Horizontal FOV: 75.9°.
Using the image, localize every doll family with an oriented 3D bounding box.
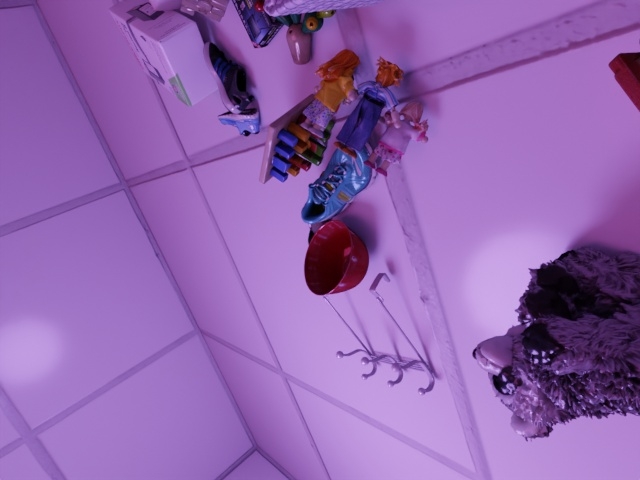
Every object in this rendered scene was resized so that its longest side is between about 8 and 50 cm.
[{"bbox_3d":[0.063,-0.239,0.716,0.263,0.118,0.163,38,105,28],"label":"doll family"}]

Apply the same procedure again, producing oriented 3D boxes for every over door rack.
[{"bbox_3d":[0.124,0.247,1.057,0.239,0.108,0.324,-9,111,55],"label":"over door rack"}]

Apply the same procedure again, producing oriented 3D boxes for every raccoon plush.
[{"bbox_3d":[0.435,0.212,0.554,0.446,0.216,0.299,25,142,40],"label":"raccoon plush"}]

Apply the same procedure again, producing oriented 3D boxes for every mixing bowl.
[{"bbox_3d":[0.051,0.051,0.983,0.181,0.098,0.181,-30,51,46],"label":"mixing bowl"}]

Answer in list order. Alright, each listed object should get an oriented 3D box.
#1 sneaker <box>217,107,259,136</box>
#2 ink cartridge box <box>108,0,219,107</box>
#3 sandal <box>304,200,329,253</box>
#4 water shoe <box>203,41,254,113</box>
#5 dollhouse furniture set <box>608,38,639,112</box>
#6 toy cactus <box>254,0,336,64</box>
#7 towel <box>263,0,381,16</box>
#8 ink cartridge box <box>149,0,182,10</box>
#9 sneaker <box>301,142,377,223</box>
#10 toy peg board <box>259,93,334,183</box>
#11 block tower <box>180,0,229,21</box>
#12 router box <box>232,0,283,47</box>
[{"bbox_3d":[-0.222,-0.316,1.116,0.162,0.063,0.073,20,135,44],"label":"sneaker"},{"bbox_3d":[-0.423,-0.523,1.123,0.273,0.115,0.198,39,160,28],"label":"ink cartridge box"},{"bbox_3d":[0.000,0.000,1.072,0.090,0.060,0.219,14,132,48],"label":"sandal"},{"bbox_3d":[-0.228,-0.424,1.047,0.080,0.073,0.203,-25,85,20],"label":"water shoe"},{"bbox_3d":[0.337,-0.285,0.354,0.201,0.152,0.374,-48,59,57],"label":"dollhouse furniture set"},{"bbox_3d":[-0.050,-0.424,0.778,0.219,0.112,0.180,26,146,28],"label":"toy cactus"},{"bbox_3d":[0.083,-0.380,0.498,0.284,0.235,0.121,11,121,48],"label":"towel"},{"bbox_3d":[-0.344,-0.697,0.916,0.283,0.117,0.207,-21,99,57],"label":"ink cartridge box"},{"bbox_3d":[0.034,-0.119,0.889,0.107,0.110,0.275,50,146,14],"label":"sneaker"},{"bbox_3d":[-0.046,-0.204,0.895,0.079,0.160,0.161,34,143,9],"label":"toy peg board"},{"bbox_3d":[-0.188,-0.581,0.797,0.335,0.097,0.091,-25,56,56],"label":"block tower"},{"bbox_3d":[-0.135,-0.492,0.876,0.092,0.038,0.122,-15,103,56],"label":"router box"}]
